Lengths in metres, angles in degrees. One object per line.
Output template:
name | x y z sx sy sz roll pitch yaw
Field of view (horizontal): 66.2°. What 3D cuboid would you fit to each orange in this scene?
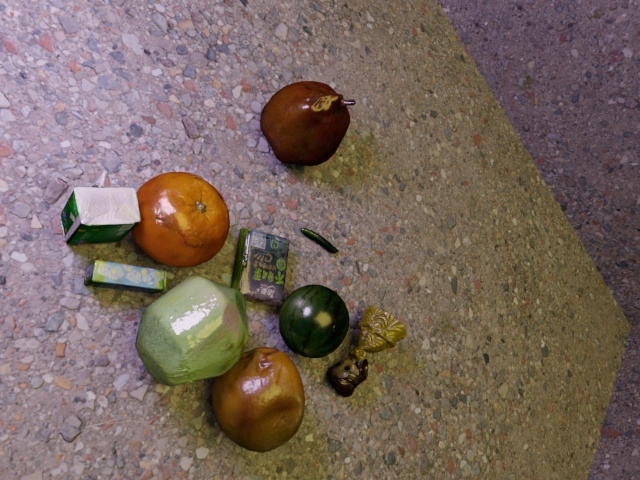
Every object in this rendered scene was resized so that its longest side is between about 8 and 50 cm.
orange | -0.403 -0.057 1.417 0.284 0.226 0.283 21 57 -37

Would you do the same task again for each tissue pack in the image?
tissue pack | -0.589 -0.086 1.298 0.148 0.209 0.156 -8 81 -38
tissue pack | -0.197 0.088 1.633 0.174 0.073 0.235 17 69 -33

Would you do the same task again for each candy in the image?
candy | -0.537 0.104 1.357 0.195 0.097 0.062 13 72 -35

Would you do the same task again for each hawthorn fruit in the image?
hawthorn fruit | -0.051 -0.410 1.726 0.309 0.325 0.307 1 87 -12

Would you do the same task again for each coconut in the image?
coconut | -0.333 0.242 1.350 0.281 0.328 0.329 40 50 20

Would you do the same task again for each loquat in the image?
loquat | -0.178 0.461 1.444 0.276 0.276 0.283 -36 119 -37

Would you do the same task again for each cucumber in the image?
cucumber | 0.000 0.000 1.828 0.184 0.036 0.033 35 52 -24

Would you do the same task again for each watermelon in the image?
watermelon | -0.020 0.264 1.615 0.243 0.242 0.242 10 72 -35

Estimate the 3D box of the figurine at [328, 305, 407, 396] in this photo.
figurine | 0.146 0.404 1.762 0.188 0.168 0.315 31 61 23
